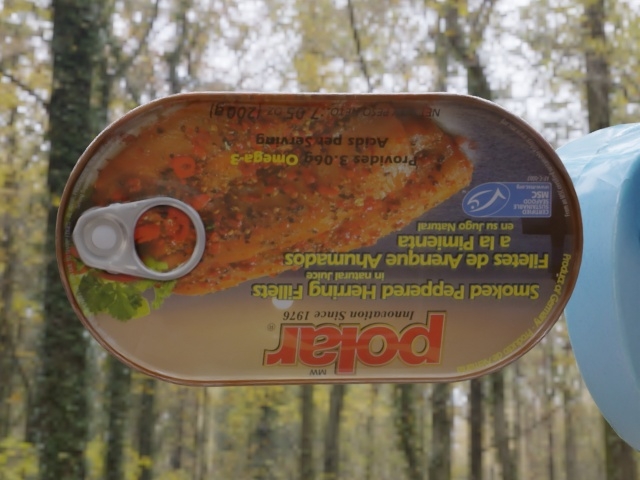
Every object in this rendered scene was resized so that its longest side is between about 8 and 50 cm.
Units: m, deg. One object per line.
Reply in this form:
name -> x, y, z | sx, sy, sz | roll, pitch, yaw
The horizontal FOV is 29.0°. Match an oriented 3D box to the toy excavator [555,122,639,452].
toy excavator -> 0.250, -0.015, 0.815 | 0.433, 0.222, 0.445 | -22, 12, -34

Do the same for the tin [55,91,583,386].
tin -> 0.000, 0.000, 0.459 | 0.190, 0.106, 0.040 | 0, -2, -4
